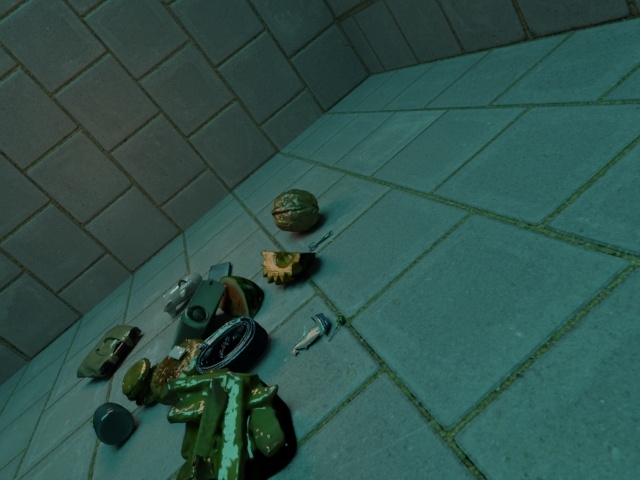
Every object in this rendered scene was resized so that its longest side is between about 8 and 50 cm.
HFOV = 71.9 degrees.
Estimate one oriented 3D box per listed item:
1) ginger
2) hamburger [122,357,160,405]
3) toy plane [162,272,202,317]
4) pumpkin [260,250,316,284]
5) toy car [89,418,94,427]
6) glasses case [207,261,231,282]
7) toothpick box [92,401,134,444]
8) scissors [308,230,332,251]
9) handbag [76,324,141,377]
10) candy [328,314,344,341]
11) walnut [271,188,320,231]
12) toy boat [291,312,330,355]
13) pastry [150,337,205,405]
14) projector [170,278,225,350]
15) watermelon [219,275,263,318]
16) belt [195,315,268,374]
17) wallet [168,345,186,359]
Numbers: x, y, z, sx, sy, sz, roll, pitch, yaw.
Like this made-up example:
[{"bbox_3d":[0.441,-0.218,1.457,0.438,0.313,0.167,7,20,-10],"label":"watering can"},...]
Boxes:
[{"bbox_3d":[-0.275,0.468,1.100,0.358,0.211,0.413,-51,26,-20],"label":"ginger"},{"bbox_3d":[-0.648,0.534,1.631,0.185,0.131,0.159,-42,31,10],"label":"hamburger"},{"bbox_3d":[-0.679,0.262,2.181,0.245,0.117,0.244,-42,5,4],"label":"toy plane"},{"bbox_3d":[-0.107,0.104,1.676,0.254,0.149,0.130,-2,86,48],"label":"pumpkin"},{"bbox_3d":[-0.883,0.713,1.756,0.059,0.035,0.122,-52,18,-27],"label":"toy car"},{"bbox_3d":[-0.479,0.191,2.103,0.105,0.056,0.266,-14,25,-2],"label":"glasses case"},{"bbox_3d":[-0.747,0.645,1.576,0.184,0.120,0.120,-9,37,54],"label":"toothpick box"},{"bbox_3d":[0.000,0.000,1.776,0.119,0.014,0.058,-37,27,12],"label":"scissors"},{"bbox_3d":[-1.048,0.549,2.203,0.253,0.109,0.315,-13,34,37],"label":"handbag"},{"bbox_3d":[0.042,0.250,1.257,0.023,0.025,0.083,16,63,42],"label":"candy"},{"bbox_3d":[-0.110,-0.130,1.953,0.245,0.198,0.198,-11,36,45],"label":"walnut"},{"bbox_3d":[-0.028,0.273,1.297,0.105,0.034,0.149,-6,39,55],"label":"toy boat"},{"bbox_3d":[-0.463,0.453,1.512,0.257,0.121,0.235,-13,38,41],"label":"pastry"},{"bbox_3d":[-0.469,0.299,1.715,0.250,0.108,0.198,-72,7,-54],"label":"projector"},{"bbox_3d":[-0.310,0.212,1.778,0.128,0.159,0.303,-8,4,-36],"label":"watermelon"},{"bbox_3d":[-0.277,0.353,1.413,0.230,0.126,0.140,-42,47,-8],"label":"belt"},{"bbox_3d":[-0.485,0.382,1.497,0.083,0.011,0.044,-6,43,47],"label":"wallet"}]
